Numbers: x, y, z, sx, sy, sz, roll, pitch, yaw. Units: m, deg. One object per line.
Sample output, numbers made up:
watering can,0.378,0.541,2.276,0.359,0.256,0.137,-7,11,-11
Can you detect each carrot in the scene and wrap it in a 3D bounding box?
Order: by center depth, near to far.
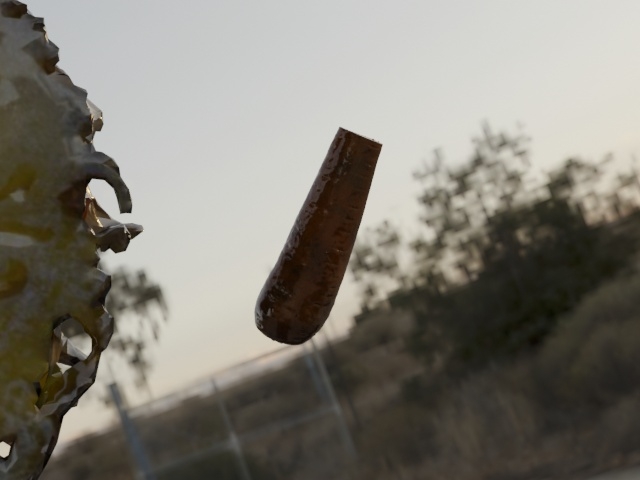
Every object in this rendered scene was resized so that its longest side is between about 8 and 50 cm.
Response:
carrot,0.000,0.000,0.646,0.032,0.032,0.093,2,-67,-67

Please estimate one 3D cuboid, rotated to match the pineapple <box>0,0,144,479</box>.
pineapple,-0.203,0.007,0.618,0.262,0.262,0.271,-19,-4,-9
